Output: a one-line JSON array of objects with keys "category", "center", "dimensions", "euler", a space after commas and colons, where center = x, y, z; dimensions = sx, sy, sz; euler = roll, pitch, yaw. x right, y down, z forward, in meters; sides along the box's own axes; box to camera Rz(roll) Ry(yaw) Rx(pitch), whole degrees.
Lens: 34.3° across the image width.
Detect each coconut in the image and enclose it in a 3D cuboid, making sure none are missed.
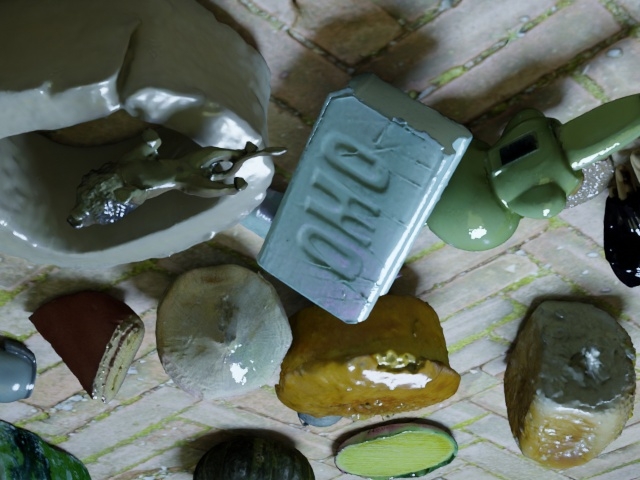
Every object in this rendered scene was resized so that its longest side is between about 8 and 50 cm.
[{"category": "coconut", "center": [-0.129, 0.117, 1.346], "dimensions": [0.194, 0.194, 0.194], "euler": [-4, 145, -3]}]

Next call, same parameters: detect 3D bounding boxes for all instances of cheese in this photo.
[{"category": "cheese", "center": [-0.216, -0.111, 1.032], "dimensions": [0.332, 0.153, 0.292], "euler": [-17, 144, 12]}]

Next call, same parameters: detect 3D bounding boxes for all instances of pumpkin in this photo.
[{"category": "pumpkin", "center": [-0.118, 0.435, 1.811], "dimensions": [0.223, 0.157, 0.224], "euler": [5, 147, 4]}]

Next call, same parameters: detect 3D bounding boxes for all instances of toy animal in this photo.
[{"category": "toy animal", "center": [-0.136, -0.062, 0.933], "dimensions": [0.219, 0.069, 0.086], "euler": [-10, 165, 14]}]

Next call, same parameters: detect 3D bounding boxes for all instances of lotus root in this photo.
[{"category": "lotus root", "center": [-0.001, 0.258, 1.647], "dimensions": [0.088, 0.088, 0.165], "euler": [-3, 154, -4]}]

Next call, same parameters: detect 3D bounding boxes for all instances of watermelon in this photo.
[{"category": "watermelon", "center": [-0.521, 0.406, 1.746], "dimensions": [0.302, 0.151, 0.264], "euler": [-4, 152, 29]}]

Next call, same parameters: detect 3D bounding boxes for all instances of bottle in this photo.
[{"category": "bottle", "center": [-0.529, 0.170, 1.454], "dimensions": [0.253, 0.079, 0.096], "euler": [14, 102, -23]}]

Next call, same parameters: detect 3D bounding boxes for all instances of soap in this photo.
[{"category": "soap", "center": [0.043, -0.045, 1.125], "dimensions": [0.150, 0.094, 0.261], "euler": [30, 126, 6]}]

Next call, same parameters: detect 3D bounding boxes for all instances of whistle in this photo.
[{"category": "whistle", "center": [0.234, -0.072, 1.163], "dimensions": [0.294, 0.141, 0.141], "euler": [-17, 143, 21]}]

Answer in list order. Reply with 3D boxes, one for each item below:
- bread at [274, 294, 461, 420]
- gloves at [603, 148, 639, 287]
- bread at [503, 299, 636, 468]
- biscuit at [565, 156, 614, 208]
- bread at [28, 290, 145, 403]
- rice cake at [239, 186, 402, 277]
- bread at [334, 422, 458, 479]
[{"category": "bread", "center": [0.055, 0.167, 1.438], "dimensions": [0.268, 0.146, 0.268], "euler": [-4, 159, -1]}, {"category": "gloves", "center": [0.414, -0.034, 1.264], "dimensions": [0.164, 0.124, 0.203], "euler": [-37, 152, 3]}, {"category": "bread", "center": [0.380, 0.213, 1.535], "dimensions": [0.176, 0.196, 0.246], "euler": [2, 144, -3]}, {"category": "biscuit", "center": [0.303, -0.075, 1.274], "dimensions": [0.120, 0.015, 0.120], "euler": [-5, 145, -4]}, {"category": "bread", "center": [-0.302, 0.123, 1.385], "dimensions": [0.119, 0.192, 0.067], "euler": [-39, 142, -17]}, {"category": "rice cake", "center": [-0.003, 0.000, 1.309], "dimensions": [0.081, 0.051, 0.290], "euler": [-25, 142, 28]}, {"category": "bread", "center": [0.137, 0.381, 1.876], "dimensions": [0.228, 0.034, 0.228], "euler": [-3, 146, -2]}]
